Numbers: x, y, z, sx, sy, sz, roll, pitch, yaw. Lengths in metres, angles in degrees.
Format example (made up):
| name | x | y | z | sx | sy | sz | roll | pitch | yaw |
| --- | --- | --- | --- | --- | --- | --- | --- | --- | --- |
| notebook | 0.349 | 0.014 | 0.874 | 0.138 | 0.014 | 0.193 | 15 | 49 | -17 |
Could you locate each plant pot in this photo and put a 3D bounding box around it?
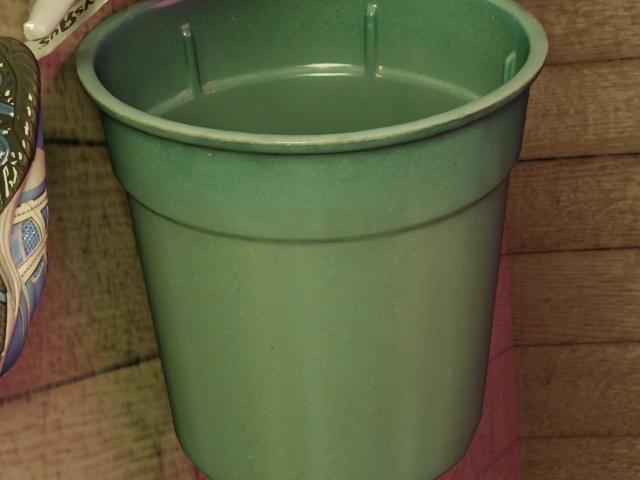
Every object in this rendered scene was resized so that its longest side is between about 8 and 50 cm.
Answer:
| name | x | y | z | sx | sy | sz | roll | pitch | yaw |
| --- | --- | --- | --- | --- | --- | --- | --- | --- | --- |
| plant pot | 0.000 | 0.000 | 1.266 | 0.341 | 0.341 | 0.334 | -66 | 157 | -58 |

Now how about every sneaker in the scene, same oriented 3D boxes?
| name | x | y | z | sx | sy | sz | roll | pitch | yaw |
| --- | --- | --- | --- | --- | --- | --- | --- | --- | --- |
| sneaker | -0.202 | -0.016 | 0.975 | 0.081 | 0.080 | 0.211 | 27 | 70 | -79 |

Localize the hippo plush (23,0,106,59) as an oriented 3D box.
| name | x | y | z | sx | sy | sz | roll | pitch | yaw |
| --- | --- | --- | --- | --- | --- | --- | --- | --- | --- |
| hippo plush | -0.126 | -0.294 | 1.117 | 0.236 | 0.294 | 0.234 | 60 | -8 | -5 |
